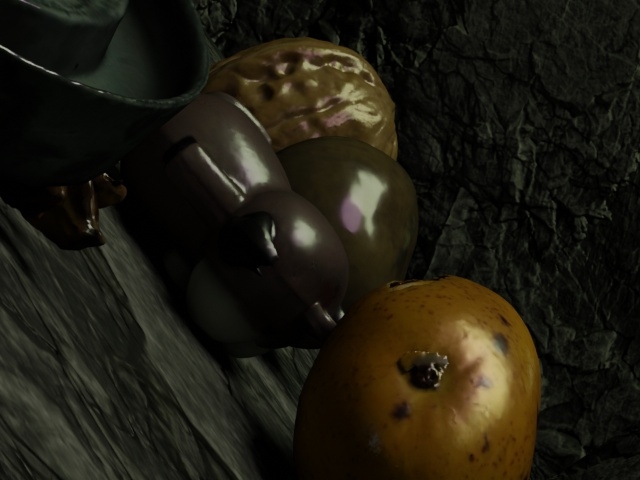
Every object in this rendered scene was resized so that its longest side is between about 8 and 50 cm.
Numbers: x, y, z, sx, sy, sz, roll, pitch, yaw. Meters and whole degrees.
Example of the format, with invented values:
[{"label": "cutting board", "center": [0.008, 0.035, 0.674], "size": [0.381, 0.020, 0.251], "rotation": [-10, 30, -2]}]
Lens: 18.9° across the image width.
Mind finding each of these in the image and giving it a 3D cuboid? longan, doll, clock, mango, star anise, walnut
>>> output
[{"label": "longan", "center": [0.000, 0.000, 1.588], "size": [0.167, 0.187, 0.167], "rotation": [36, -28, 22]}, {"label": "doll", "center": [-0.067, -0.017, 1.384], "size": [0.257, 0.117, 0.182], "rotation": [57, 6, 27]}, {"label": "clock", "center": [-0.188, -0.157, 0.860], "size": [0.319, 0.066, 0.319], "rotation": [40, 20, -18]}, {"label": "mango", "center": [0.077, 0.118, 1.311], "size": [0.290, 0.160, 0.191], "rotation": [1, 91, -74]}, {"label": "star anise", "center": [-0.169, -0.077, 0.956], "size": [0.177, 0.073, 0.234], "rotation": [57, -1, 16]}, {"label": "walnut", "center": [-0.030, -0.089, 1.738], "size": [0.213, 0.213, 0.213], "rotation": [55, 4, -6]}]
